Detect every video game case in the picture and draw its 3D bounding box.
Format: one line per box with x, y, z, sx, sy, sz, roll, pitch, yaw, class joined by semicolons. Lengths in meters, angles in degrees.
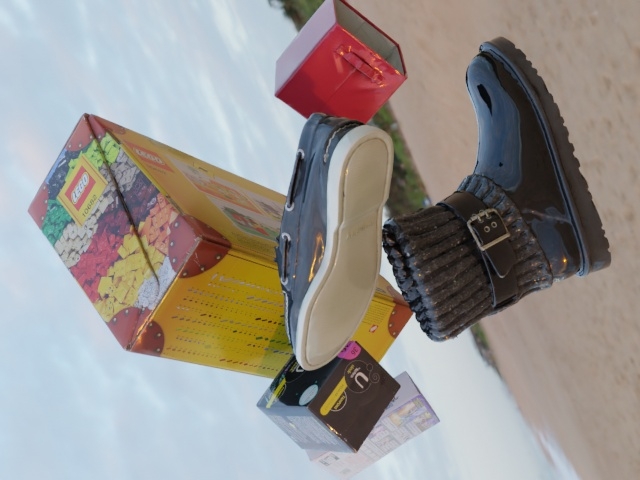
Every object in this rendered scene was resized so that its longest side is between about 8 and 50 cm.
0.106;0.378;1.865;0.061;0.244;0.269;59;-178;27;video game case

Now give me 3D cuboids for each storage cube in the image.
0.037;-0.339;1.844;0.184;0.193;0.215;34;-155;-21;storage cube

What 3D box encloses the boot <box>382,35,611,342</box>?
0.189;-0.068;1.183;0.131;0.260;0.347;82;168;-80;boot

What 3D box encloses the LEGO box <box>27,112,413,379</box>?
-0.147;0.033;1.479;0.500;0.193;0.372;21;-163;-47;LEGO box

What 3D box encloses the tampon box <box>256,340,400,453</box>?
0.009;0.220;1.314;0.101;0.120;0.161;45;153;-16;tampon box

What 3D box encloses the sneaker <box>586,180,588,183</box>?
0.537;-0.127;1.995;0.037;0.083;0.031;-12;-70;-54;sneaker

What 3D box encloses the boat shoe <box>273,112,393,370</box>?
-0.003;0.001;1.125;0.113;0.127;0.340;35;135;34;boat shoe
